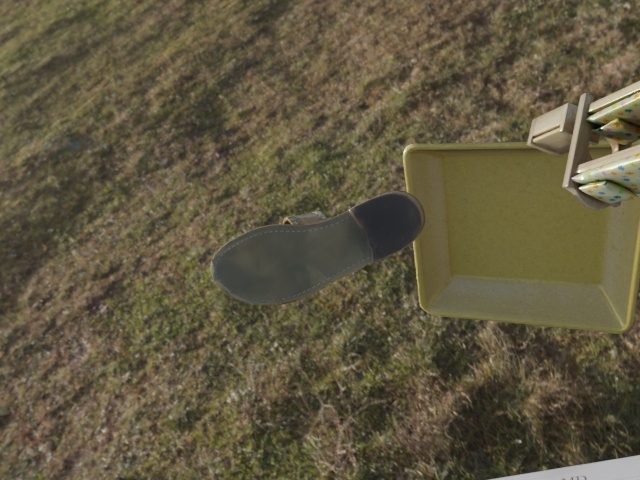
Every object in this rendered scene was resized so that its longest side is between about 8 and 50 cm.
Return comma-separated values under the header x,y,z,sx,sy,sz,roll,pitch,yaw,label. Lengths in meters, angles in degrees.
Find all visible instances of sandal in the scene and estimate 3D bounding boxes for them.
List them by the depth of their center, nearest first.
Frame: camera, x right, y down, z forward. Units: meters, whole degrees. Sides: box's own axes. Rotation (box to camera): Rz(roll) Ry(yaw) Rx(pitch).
x,y,z,sx,sy,sz,roll,pitch,yaw,label
0.002,0.006,0.633,0.240,0.088,0.079,-19,4,19,sandal

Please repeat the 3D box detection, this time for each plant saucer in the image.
x,y,z,sx,sy,sz,roll,pitch,yaw,label
0.314,-0.018,0.902,0.333,0.332,0.081,3,35,22,plant saucer

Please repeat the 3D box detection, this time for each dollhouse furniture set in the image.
x,y,z,sx,sy,sz,roll,pitch,yaw,label
0.302,-0.062,0.515,0.182,0.161,0.101,158,128,-73,dollhouse furniture set

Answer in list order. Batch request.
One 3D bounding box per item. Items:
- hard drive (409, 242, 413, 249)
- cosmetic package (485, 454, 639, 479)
x,y,z,sx,sy,sz,roll,pitch,yaw,label
0.225,-0.021,1.144,0.135,0.022,0.094,-2,42,-20,hard drive
0.302,0.275,0.422,0.378,0.097,0.284,-19,12,22,cosmetic package
